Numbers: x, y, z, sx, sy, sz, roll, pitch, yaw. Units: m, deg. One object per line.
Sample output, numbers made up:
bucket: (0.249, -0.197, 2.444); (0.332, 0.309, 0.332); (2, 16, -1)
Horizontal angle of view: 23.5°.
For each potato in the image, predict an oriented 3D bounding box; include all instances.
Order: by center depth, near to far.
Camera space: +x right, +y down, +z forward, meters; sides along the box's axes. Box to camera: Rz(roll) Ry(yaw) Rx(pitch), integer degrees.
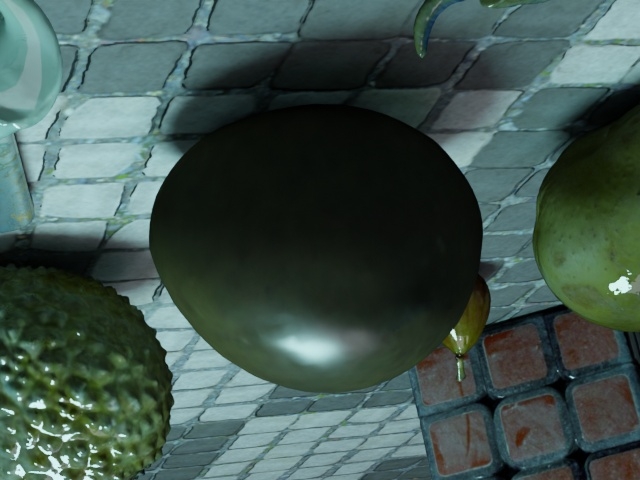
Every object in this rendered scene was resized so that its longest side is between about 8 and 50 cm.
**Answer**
potato: (0.355, -0.052, 1.414); (0.351, 0.203, 0.218); (-36, 138, 23)

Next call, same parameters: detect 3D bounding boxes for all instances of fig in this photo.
fig: (0.159, 0.098, 1.781); (0.088, 0.125, 0.089); (-8, 163, -2)

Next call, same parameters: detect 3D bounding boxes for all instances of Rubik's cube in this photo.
Rubik's cube: (0.316, 0.281, 2.082); (0.305, 0.304, 0.301); (-15, 159, 14)

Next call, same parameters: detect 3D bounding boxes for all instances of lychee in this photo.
lychee: (-0.278, 0.148, 1.529); (0.255, 0.255, 0.274); (-13, 144, 7)

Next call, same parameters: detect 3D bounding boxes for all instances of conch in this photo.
conch: (-0.285, -0.119, 1.017); (0.221, 0.121, 0.185); (-16, 156, -6)

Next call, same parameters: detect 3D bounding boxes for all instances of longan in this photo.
longan: (0.000, 0.000, 1.316); (0.300, 0.300, 0.243); (13, 108, -46)

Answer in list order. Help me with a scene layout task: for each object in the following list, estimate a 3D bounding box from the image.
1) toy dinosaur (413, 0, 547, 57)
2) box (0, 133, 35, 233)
toy dinosaur: (0.195, -0.201, 1.124); (0.247, 0.075, 0.188); (-32, 159, 31)
box: (-0.318, -0.063, 1.257); (0.142, 0.044, 0.285); (-12, 160, -9)
